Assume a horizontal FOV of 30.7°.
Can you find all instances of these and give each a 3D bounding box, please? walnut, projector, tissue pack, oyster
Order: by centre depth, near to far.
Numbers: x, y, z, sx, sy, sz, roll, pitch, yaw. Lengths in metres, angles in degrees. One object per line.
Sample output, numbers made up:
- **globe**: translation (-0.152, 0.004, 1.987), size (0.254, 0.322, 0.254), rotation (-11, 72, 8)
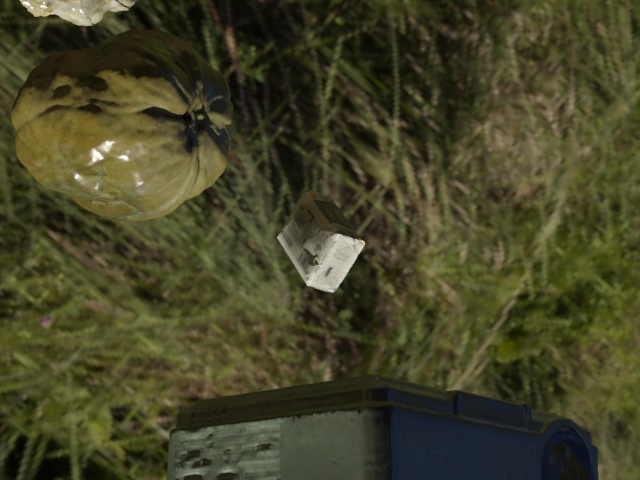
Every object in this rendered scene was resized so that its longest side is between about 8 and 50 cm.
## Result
- **projector**: translation (0.050, 0.157, 0.782), size (0.192, 0.256, 0.099), rotation (-13, -112, 40)
- **tissue pack**: translation (0.000, 0.000, 1.079), size (0.062, 0.042, 0.083), rotation (-60, -144, 18)
- **oyster**: translation (-0.266, -0.291, 1.194), size (0.133, 0.209, 0.072), rotation (-48, -140, 3)
- **walnut**: translation (-0.270, -0.160, 1.638), size (0.277, 0.253, 0.282), rotation (-10, -163, 28)
